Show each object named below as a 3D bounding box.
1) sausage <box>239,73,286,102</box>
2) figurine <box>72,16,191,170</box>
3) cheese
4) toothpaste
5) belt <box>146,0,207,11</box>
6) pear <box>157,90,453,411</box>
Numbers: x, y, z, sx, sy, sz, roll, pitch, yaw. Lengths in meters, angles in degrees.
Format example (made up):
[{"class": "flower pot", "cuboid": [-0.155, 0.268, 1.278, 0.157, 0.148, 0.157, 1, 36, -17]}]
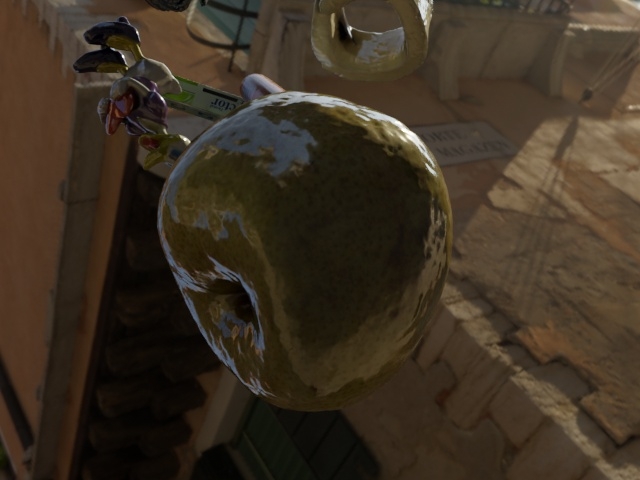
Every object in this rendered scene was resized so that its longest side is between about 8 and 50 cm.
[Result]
[{"class": "sausage", "cuboid": [-0.052, -0.174, 0.930, 0.053, 0.348, 0.053, -9, -64, -18]}, {"class": "figurine", "cuboid": [-0.368, -0.279, 1.475, 0.193, 0.420, 0.154, -10, -22, -44]}, {"class": "cheese", "cuboid": [0.121, -0.550, 1.690, 0.292, 0.153, 0.332, 3, -31, 14]}, {"class": "toothpaste", "cuboid": [-0.285, -0.337, 1.681, 0.081, 0.337, 0.067, 161, 125, -80]}, {"class": "belt", "cuboid": [-0.260, -0.497, 1.125, 0.122, 0.128, 0.218, -6, -44, 13]}, {"class": "pear", "cuboid": [0.000, 0.000, 0.514, 0.211, 0.188, 0.228, -34, -74, -36]}]
